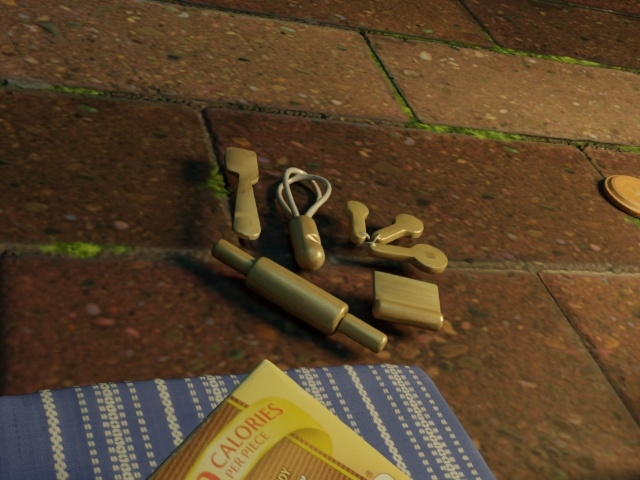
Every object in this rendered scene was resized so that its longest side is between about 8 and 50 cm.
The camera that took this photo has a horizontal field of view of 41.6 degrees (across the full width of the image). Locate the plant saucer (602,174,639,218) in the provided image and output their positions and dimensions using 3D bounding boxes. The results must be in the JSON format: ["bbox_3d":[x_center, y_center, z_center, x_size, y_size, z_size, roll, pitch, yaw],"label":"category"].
[{"bbox_3d":[0.380,-0.053,1.008,0.084,0.013,0.083,13,36,-10],"label":"plant saucer"}]

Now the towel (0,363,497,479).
[{"bbox_3d":[-0.030,0.177,0.509,0.336,0.040,0.243,0,38,-28],"label":"towel"}]

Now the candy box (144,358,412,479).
[{"bbox_3d":[0.031,0.223,0.371,0.316,0.087,0.183,39,43,8],"label":"candy box"}]

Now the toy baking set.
[{"bbox_3d":[-0.002,0.004,0.748,0.256,0.030,0.197,27,34,9],"label":"toy baking set"}]
